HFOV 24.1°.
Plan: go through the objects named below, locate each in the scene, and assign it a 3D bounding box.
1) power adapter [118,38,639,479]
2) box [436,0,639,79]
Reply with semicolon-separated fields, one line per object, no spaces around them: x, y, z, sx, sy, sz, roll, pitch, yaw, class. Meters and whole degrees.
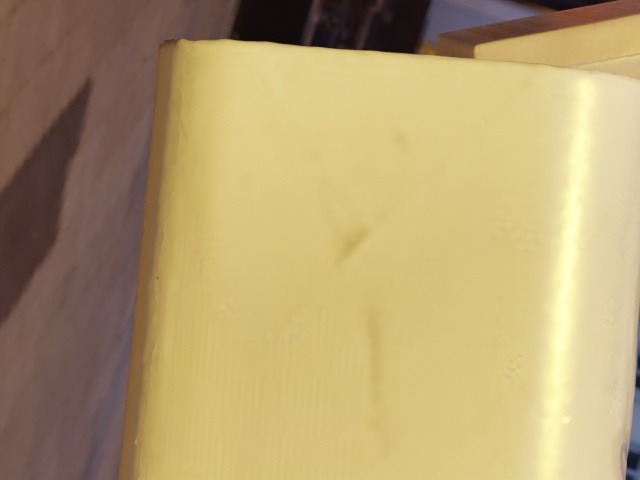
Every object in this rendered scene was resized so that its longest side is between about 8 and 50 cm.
0.017;0.058;0.399;0.130;0.125;0.204;-4;99;-81;power adapter
0.182;-0.116;0.938;0.141;0.201;0.058;-108;-171;-79;box
